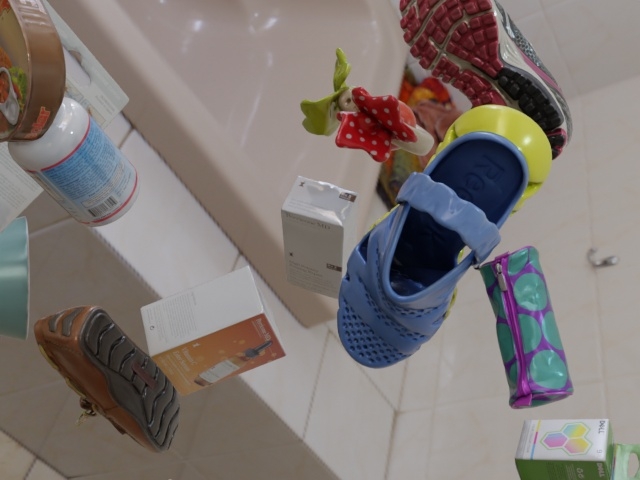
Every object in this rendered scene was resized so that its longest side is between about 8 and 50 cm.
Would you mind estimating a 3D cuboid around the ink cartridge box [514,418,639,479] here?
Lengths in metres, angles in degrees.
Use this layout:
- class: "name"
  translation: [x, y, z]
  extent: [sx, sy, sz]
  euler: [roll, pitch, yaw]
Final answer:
- class: "ink cartridge box"
  translation: [0.459, 0.372, 1.297]
  extent: [0.109, 0.209, 0.062]
  euler: [-49, 126, -53]

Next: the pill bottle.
- class: "pill bottle"
  translation: [-0.261, -0.090, 0.761]
  extent: [0.160, 0.087, 0.087]
  euler: [60, 28, -52]

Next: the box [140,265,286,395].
- class: "box"
  translation: [-0.154, 0.134, 1.079]
  extent: [0.130, 0.171, 0.091]
  euler: [70, -1, -50]

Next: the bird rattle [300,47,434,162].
- class: "bird rattle"
  translation: [0.092, -0.194, 1.133]
  extent: [0.207, 0.253, 0.143]
  euler: [16, 102, -35]

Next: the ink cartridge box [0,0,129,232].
- class: "ink cartridge box"
  translation: [-0.590, -0.238, 1.370]
  extent: [0.385, 0.091, 0.308]
  euler: [-50, 141, -12]

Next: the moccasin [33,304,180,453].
- class: "moccasin"
  translation: [-0.376, 0.263, 1.325]
  extent: [0.380, 0.147, 0.139]
  euler: [59, 34, -45]

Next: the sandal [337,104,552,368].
- class: "sandal"
  translation: [0.089, 0.019, 0.705]
  extent: [0.126, 0.317, 0.138]
  euler: [32, 39, 10]

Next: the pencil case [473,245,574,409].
- class: "pencil case"
  translation: [0.198, 0.085, 0.720]
  extent: [0.070, 0.065, 0.151]
  euler: [13, 61, -49]

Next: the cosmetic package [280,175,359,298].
- class: "cosmetic package"
  translation: [0.000, 0.000, 1.312]
  extent: [0.231, 0.117, 0.085]
  euler: [86, 24, -55]

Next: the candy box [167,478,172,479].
- class: "candy box"
  translation: [-0.193, 0.494, 0.952]
  extent: [0.316, 0.088, 0.183]
  euler: [63, 13, 6]

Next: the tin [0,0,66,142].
- class: "tin"
  translation: [-0.254, -0.162, 0.574]
  extent: [0.040, 0.106, 0.189]
  euler: [-10, 64, -46]

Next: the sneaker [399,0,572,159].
- class: "sneaker"
  translation: [0.208, -0.227, 0.933]
  extent: [0.299, 0.121, 0.112]
  euler: [58, 35, -1]

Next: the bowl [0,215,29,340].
- class: "bowl"
  translation: [-0.804, 0.095, 1.799]
  extent: [0.163, 0.311, 0.311]
  euler: [-1, 73, -24]
